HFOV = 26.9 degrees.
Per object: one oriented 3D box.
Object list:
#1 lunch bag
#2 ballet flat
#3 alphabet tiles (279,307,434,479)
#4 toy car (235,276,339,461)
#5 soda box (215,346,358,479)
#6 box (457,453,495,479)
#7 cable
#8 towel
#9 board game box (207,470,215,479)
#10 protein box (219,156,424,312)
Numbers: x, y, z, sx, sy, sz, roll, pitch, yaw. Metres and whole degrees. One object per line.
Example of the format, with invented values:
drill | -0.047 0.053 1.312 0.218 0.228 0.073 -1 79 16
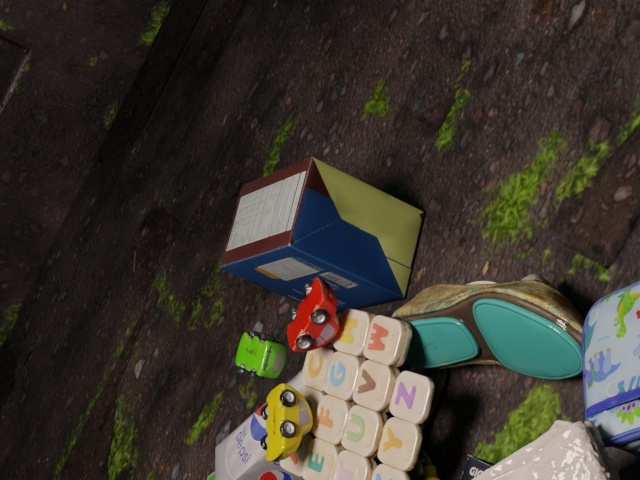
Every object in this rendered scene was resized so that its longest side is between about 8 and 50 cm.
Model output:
lunch bag | 0.352 0.114 1.295 0.219 0.090 0.176 -31 46 50
ballet flat | 0.213 0.090 1.558 0.348 0.123 0.123 -8 61 57
alphabet tiles | 0.036 0.228 1.646 0.278 0.021 0.284 11 86 59
toy car | -0.048 0.160 1.753 0.225 0.053 0.239 11 85 65
soda box | -0.034 0.269 1.853 0.286 0.098 0.091 -45 33 36
box | 0.201 0.341 1.416 0.220 0.051 0.175 15 82 63
cable | 0.117 0.272 1.651 0.139 0.072 0.287 -50 17 42
towel | 0.235 0.326 1.268 0.187 0.049 0.282 -41 54 28
board game box | -0.129 0.423 1.972 0.124 0.039 0.259 -40 34 38
protein box | 0.000 0.000 1.900 0.201 0.199 0.136 -17 54 56
